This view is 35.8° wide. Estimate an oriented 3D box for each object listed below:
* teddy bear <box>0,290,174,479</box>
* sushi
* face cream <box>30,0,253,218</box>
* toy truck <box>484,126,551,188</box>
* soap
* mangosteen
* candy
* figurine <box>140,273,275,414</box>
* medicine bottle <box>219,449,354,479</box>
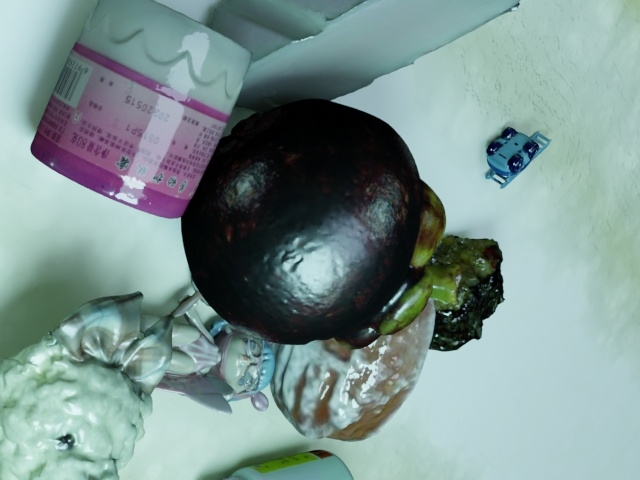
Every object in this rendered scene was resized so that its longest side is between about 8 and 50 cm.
[{"bbox_3d":[-0.284,0.292,1.022,0.362,0.375,0.327,-32,138,15],"label":"teddy bear"},{"bbox_3d":[0.194,0.072,1.515,0.212,0.147,0.115,-38,128,-44],"label":"sushi"},{"bbox_3d":[-0.183,-0.143,1.028,0.175,0.175,0.195,20,99,-45],"label":"face cream"},{"bbox_3d":[0.316,-0.144,1.558,0.136,0.063,0.074,-40,152,-22],"label":"toy truck"},{"bbox_3d":[0.027,-0.220,1.099,0.159,0.302,0.258,20,97,-53],"label":"soap"},{"bbox_3d":[-0.012,-0.007,1.144,0.297,0.297,0.313,-40,133,-19],"label":"mangosteen"},{"bbox_3d":[0.036,0.130,1.334,0.157,0.214,0.290,13,98,-46],"label":"candy"},{"bbox_3d":[-0.162,0.122,1.255,0.260,0.102,0.205,20,61,-44],"label":"figurine"},{"bbox_3d":[-0.065,0.390,1.434,0.225,0.139,0.139,-5,114,-41],"label":"medicine bottle"}]
